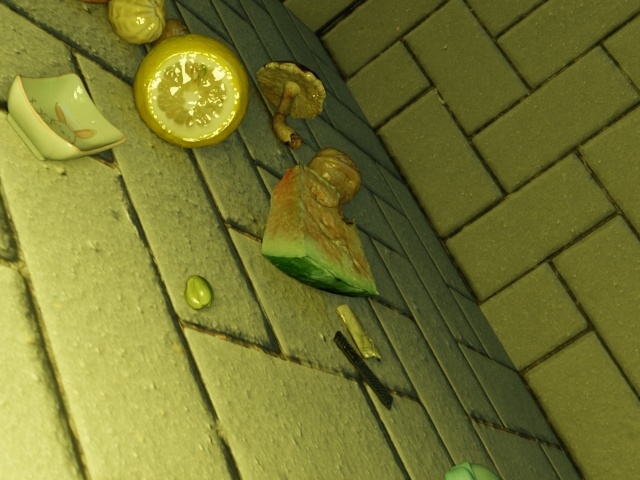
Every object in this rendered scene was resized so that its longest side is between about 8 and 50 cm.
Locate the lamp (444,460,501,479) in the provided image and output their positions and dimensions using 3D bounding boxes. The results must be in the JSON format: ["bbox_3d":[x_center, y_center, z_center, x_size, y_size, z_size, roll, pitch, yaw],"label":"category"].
[{"bbox_3d":[0.326,0.561,1.923,0.284,0.147,0.209,33,29,-51],"label":"lamp"}]

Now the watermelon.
[{"bbox_3d":[-0.010,0.012,2.090,0.264,0.151,0.302,30,39,-43],"label":"watermelon"}]

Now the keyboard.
[{"bbox_3d":[0.098,0.293,2.082,0.204,0.013,0.061,52,15,-5],"label":"keyboard"}]

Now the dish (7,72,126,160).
[{"bbox_3d":[-0.423,-0.191,1.491,0.151,0.077,0.212,51,16,-2],"label":"dish"}]

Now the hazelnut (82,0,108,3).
[{"bbox_3d":[-0.510,-0.584,2.002,0.150,0.150,0.150,48,16,-19],"label":"hazelnut"}]

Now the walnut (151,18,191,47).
[{"bbox_3d":[-0.366,-0.497,2.268,0.105,0.105,0.124,47,16,-22],"label":"walnut"}]

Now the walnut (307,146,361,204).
[{"bbox_3d":[0.037,-0.192,2.696,0.184,0.155,0.155,37,22,-40],"label":"walnut"}]

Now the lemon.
[{"bbox_3d":[-0.267,-0.315,1.927,0.240,0.240,0.219,49,5,-16],"label":"lemon"}]

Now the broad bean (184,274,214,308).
[{"bbox_3d":[-0.208,0.088,1.585,0.063,0.045,0.083,53,8,-8],"label":"broad bean"}]

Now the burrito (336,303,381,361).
[{"bbox_3d":[0.089,0.218,2.169,0.051,0.042,0.171,17,37,-49],"label":"burrito"}]

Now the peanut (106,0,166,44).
[{"bbox_3d":[-0.431,-0.570,2.146,0.147,0.147,0.305,41,19,-39],"label":"peanut"}]

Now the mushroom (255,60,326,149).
[{"bbox_3d":[-0.110,-0.432,2.782,0.233,0.208,0.302,14,26,9],"label":"mushroom"}]
